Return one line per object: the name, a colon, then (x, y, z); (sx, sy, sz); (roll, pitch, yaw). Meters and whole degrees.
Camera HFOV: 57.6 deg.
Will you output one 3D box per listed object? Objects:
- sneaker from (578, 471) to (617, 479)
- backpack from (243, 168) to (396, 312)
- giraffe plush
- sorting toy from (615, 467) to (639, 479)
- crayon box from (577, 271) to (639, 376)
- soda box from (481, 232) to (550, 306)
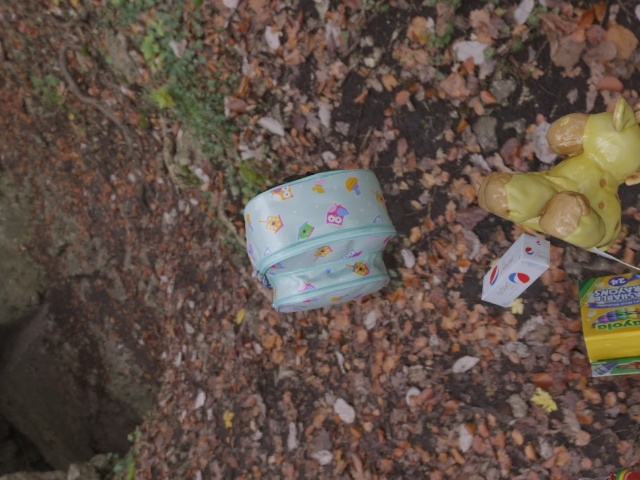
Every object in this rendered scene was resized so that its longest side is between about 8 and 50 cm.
sneaker: (0.596, 0.517, 1.234); (0.119, 0.067, 0.042); (15, 101, 4)
backpack: (0.000, 0.000, 0.646); (0.166, 0.188, 0.144); (-12, 72, -6)
giraffe plush: (0.316, -0.082, 0.699); (0.211, 0.181, 0.170); (22, 98, 7)
sorting toy: (0.593, 0.555, 1.033); (0.274, 0.132, 0.046); (58, 160, -1)
crayon box: (0.774, 0.200, 1.473); (0.203, 0.323, 0.083); (-12, 114, 25)
soda box: (0.461, 0.076, 1.387); (0.216, 0.069, 0.073); (111, 176, -56)
